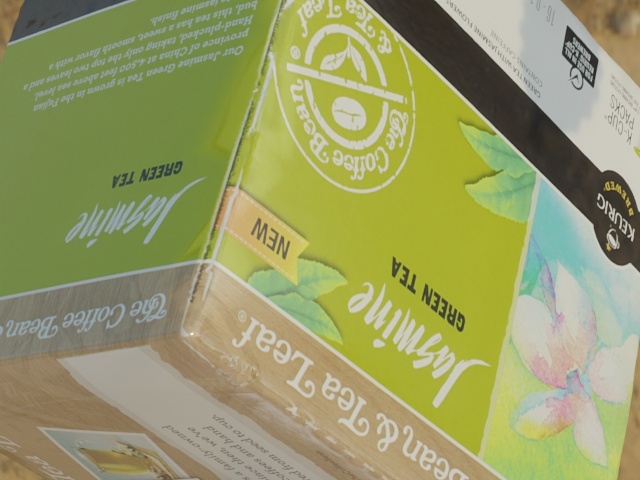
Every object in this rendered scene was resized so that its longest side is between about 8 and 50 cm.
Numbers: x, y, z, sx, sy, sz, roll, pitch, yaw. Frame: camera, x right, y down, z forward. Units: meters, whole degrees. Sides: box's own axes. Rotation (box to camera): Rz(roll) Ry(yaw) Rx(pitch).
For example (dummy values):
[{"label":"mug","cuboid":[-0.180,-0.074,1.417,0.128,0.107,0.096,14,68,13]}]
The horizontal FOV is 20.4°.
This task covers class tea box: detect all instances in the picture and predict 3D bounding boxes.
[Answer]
[{"label":"tea box","cuboid":[0.000,0.000,0.949,0.220,0.329,0.323,-10,54,40]}]
